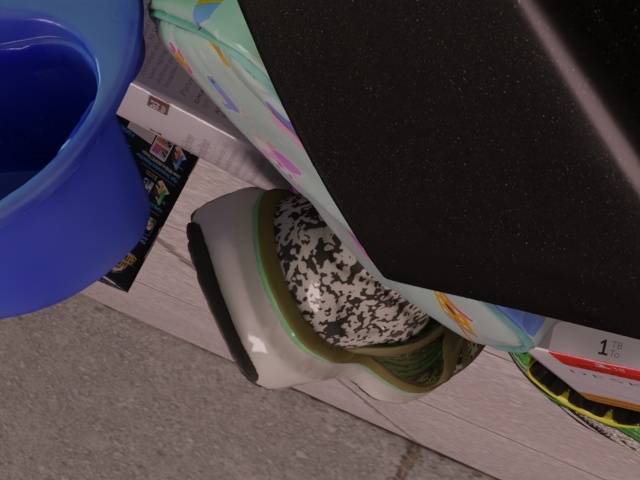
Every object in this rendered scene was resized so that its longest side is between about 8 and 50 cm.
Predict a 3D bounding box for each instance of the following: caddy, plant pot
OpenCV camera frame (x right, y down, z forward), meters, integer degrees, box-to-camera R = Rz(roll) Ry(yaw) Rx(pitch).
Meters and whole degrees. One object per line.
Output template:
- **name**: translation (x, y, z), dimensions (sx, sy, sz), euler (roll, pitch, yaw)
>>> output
- **caddy**: translation (-0.251, -0.080, 0.809), dimensions (0.341, 0.241, 0.179), euler (-10, 154, 9)
- **plant pot**: translation (0.079, -0.096, 0.459), dimensions (0.188, 0.187, 0.167), euler (13, 153, 52)

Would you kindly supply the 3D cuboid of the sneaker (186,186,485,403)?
- **sneaker**: translation (0.082, 0.026, 1.039), dimensions (0.182, 0.158, 0.410), euler (-19, 171, 25)

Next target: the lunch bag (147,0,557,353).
- **lunch bag**: translation (0.025, -0.070, 0.711), dimensions (0.224, 0.108, 0.279), euler (48, 175, -20)

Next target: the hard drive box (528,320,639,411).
- **hard drive box**: translation (0.239, 0.061, 0.909), dimensions (0.181, 0.089, 0.232), euler (11, 170, 24)

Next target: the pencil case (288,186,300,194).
- **pencil case**: translation (0.000, 0.000, 1.382), dimensions (0.151, 0.064, 0.070), euler (35, -178, -40)

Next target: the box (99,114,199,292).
- **box**: translation (-0.198, -0.083, 1.164), dimensions (0.051, 0.175, 0.220), euler (17, 166, 45)

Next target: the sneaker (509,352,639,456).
- **sneaker**: translation (0.302, 0.133, 1.193), dimensions (0.343, 0.134, 0.146), euler (36, 176, 0)

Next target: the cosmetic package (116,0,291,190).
- **cosmetic package**: translation (-0.105, -0.122, 0.999), dimensions (0.231, 0.085, 0.117), euler (26, 169, -4)
